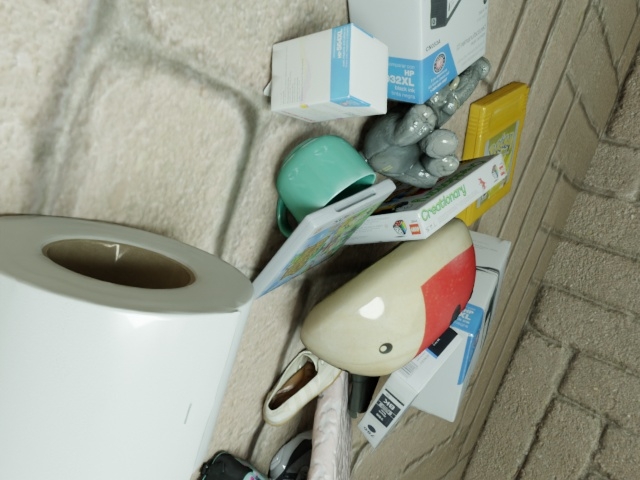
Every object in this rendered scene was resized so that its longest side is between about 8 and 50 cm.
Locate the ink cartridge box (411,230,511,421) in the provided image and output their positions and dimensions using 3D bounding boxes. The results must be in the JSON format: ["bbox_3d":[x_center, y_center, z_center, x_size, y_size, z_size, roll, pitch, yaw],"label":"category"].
[{"bbox_3d":[0.328,0.188,1.254,0.395,0.166,0.285,-46,144,-47],"label":"ink cartridge box"}]

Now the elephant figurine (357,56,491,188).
[{"bbox_3d":[0.172,-0.219,0.880,0.169,0.186,0.239,125,-18,-55],"label":"elephant figurine"}]

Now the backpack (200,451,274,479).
[{"bbox_3d":[-0.142,0.479,0.876,0.165,0.145,0.188,-56,149,-24],"label":"backpack"}]

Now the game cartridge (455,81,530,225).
[{"bbox_3d":[0.457,-0.233,1.341,0.285,0.053,0.323,-33,135,-40],"label":"game cartridge"}]

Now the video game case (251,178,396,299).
[{"bbox_3d":[0.000,0.000,0.779,0.193,0.023,0.212,-27,165,-43],"label":"video game case"}]

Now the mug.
[{"bbox_3d":[-0.010,-0.082,0.738,0.158,0.097,0.129,-37,169,-4],"label":"mug"}]

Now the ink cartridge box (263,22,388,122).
[{"bbox_3d":[0.004,-0.211,0.663,0.092,0.143,0.089,1,92,-54],"label":"ink cartridge box"}]

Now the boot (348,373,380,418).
[{"bbox_3d":[0.111,0.305,1.141,0.198,0.077,0.136,3,93,-57],"label":"boot"}]

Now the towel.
[{"bbox_3d":[0.024,0.443,1.022,0.331,0.054,0.316,-81,168,-51],"label":"towel"}]

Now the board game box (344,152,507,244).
[{"bbox_3d":[0.187,-0.078,0.937,0.305,0.193,0.053,-32,108,-41],"label":"board game box"}]

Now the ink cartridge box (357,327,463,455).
[{"bbox_3d":[0.167,0.309,1.036,0.165,0.065,0.332,-37,155,-37],"label":"ink cartridge box"}]

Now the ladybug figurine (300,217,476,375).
[{"bbox_3d":[0.150,0.100,0.918,0.449,0.161,0.305,-31,173,-48],"label":"ladybug figurine"}]

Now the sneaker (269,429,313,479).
[{"bbox_3d":[-0.051,0.525,1.014,0.268,0.153,0.101,-48,143,-24],"label":"sneaker"}]

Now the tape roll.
[{"bbox_3d":[-0.200,0.093,0.466,0.246,0.246,0.169,5,107,-55],"label":"tape roll"}]

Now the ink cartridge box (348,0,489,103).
[{"bbox_3d":[0.151,-0.396,0.748,0.223,0.129,0.307,-41,139,-32],"label":"ink cartridge box"}]

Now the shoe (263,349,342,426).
[{"bbox_3d":[-0.024,0.255,0.957,0.219,0.077,0.058,-43,145,-27],"label":"shoe"}]
